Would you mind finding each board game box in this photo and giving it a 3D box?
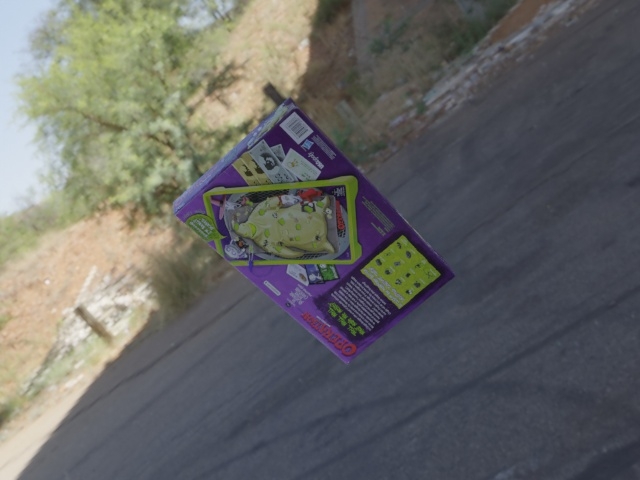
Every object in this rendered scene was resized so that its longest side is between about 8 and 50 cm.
[{"bbox_3d":[0.000,0.000,1.069,0.208,0.347,0.056,-42,28,6],"label":"board game box"}]
